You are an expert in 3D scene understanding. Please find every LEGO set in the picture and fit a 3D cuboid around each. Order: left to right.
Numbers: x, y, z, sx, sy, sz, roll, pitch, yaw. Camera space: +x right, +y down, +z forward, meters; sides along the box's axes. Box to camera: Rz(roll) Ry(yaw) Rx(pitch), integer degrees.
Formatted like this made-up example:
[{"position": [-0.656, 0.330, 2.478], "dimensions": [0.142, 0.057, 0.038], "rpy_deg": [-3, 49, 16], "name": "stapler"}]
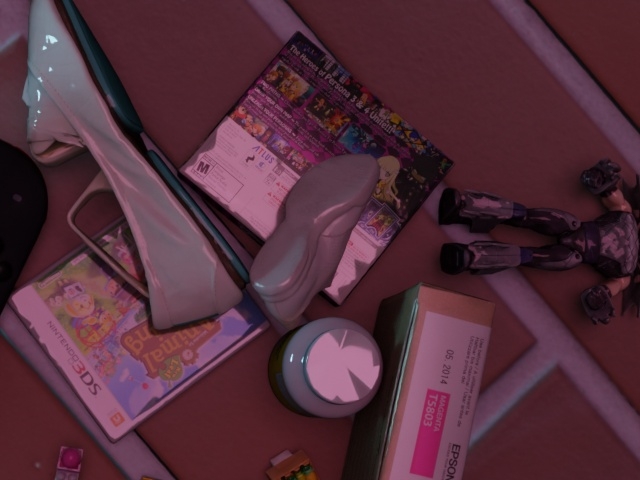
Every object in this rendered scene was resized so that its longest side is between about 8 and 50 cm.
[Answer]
[{"position": [-0.136, 0.281, 1.392], "dimensions": [0.287, 0.107, 0.132], "rpy_deg": [2, 82, -9], "name": "LEGO set"}]

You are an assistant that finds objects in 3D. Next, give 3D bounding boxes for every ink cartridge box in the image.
[{"position": [0.096, 0.173, 1.401], "dimensions": [0.088, 0.193, 0.235], "rpy_deg": [15, 81, -8], "name": "ink cartridge box"}]

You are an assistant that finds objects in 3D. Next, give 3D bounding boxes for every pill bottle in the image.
[{"position": [0.007, 0.132, 1.396], "dimensions": [0.103, 0.184, 0.103], "rpy_deg": [1, 83, -10], "name": "pill bottle"}]

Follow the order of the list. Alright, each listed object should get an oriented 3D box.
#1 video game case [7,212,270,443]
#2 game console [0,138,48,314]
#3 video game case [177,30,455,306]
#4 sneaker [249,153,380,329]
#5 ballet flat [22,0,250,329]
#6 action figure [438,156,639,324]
[{"position": [-0.193, 0.077, 1.451], "dimensions": [0.212, 0.023, 0.193], "rpy_deg": [-36, 90, -12], "name": "video game case"}, {"position": [-0.488, 0.003, 1.323], "dimensions": [0.386, 0.060, 0.342], "rpy_deg": [28, 77, -29], "name": "game console"}, {"position": [-0.004, -0.079, 1.493], "dimensions": [0.232, 0.042, 0.210], "rpy_deg": [39, 79, -3], "name": "video game case"}, {"position": [0.000, 0.000, 1.431], "dimensions": [0.080, 0.094, 0.212], "rpy_deg": [14, 55, 34], "name": "sneaker"}, {"position": [-0.225, -0.081, 1.403], "dimensions": [0.139, 0.139, 0.400], "rpy_deg": [-32, 83, -12], "name": "ballet flat"}, {"position": [0.275, 0.002, 1.505], "dimensions": [0.285, 0.099, 0.185], "rpy_deg": [3, 73, -13], "name": "action figure"}]
